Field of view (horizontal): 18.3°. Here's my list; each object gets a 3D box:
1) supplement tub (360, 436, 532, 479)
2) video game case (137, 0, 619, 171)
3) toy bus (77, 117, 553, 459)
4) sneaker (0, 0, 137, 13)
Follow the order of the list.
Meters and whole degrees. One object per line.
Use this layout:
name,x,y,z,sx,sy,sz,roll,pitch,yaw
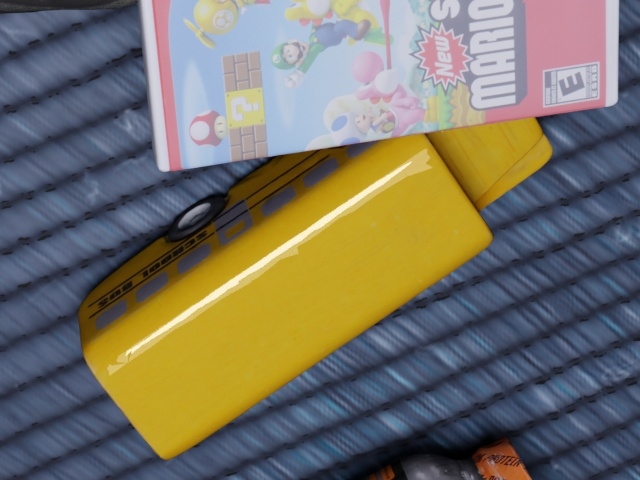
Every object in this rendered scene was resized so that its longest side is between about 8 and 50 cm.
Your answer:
supplement tub,0.029,0.277,1.399,0.316,0.193,0.194,-28,110,2
video game case,0.036,-0.155,1.145,0.285,0.025,0.204,-9,117,-10
toy bus,0.000,0.000,1.334,0.332,0.130,0.108,-34,110,4
sneaker,-0.228,-0.204,1.176,0.482,0.202,0.185,-14,86,-9
